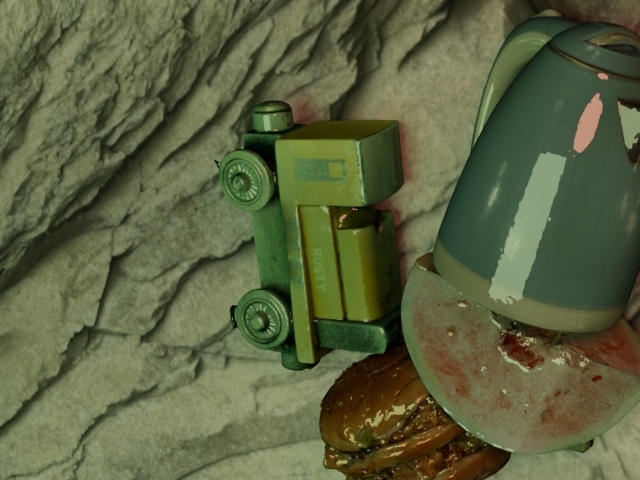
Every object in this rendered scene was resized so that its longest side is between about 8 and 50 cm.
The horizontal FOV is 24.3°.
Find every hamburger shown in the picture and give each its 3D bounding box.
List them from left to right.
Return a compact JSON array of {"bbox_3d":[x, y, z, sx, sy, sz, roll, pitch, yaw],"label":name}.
[{"bbox_3d":[0.117,0.261,2.044,0.211,0.245,0.260,63,162,-6],"label":"hamburger"}]

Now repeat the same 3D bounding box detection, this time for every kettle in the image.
[{"bbox_3d":[0.279,-0.111,1.800,0.319,0.247,0.342,43,123,51],"label":"kettle"}]

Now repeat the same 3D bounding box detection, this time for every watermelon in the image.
[{"bbox_3d":[0.256,0.140,1.917,0.321,0.175,0.188,36,124,13],"label":"watermelon"}]

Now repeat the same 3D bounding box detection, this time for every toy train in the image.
[{"bbox_3d":[0.000,0.000,2.091,0.253,0.160,0.397,3,108,30],"label":"toy train"}]

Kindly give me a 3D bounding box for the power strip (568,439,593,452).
[{"bbox_3d":[0.335,0.219,1.980,0.056,0.032,0.123,11,111,34],"label":"power strip"}]
